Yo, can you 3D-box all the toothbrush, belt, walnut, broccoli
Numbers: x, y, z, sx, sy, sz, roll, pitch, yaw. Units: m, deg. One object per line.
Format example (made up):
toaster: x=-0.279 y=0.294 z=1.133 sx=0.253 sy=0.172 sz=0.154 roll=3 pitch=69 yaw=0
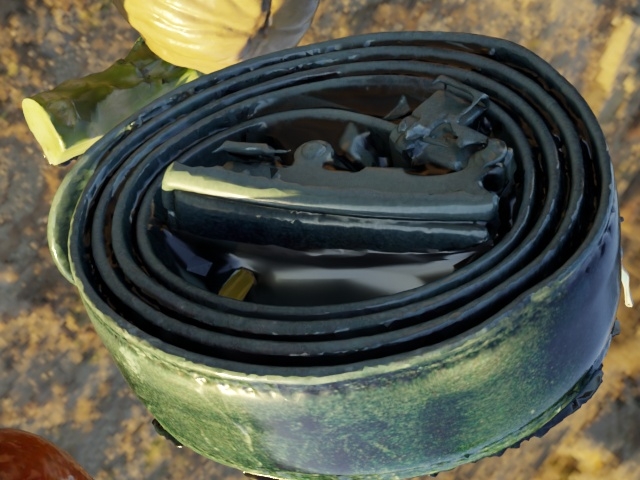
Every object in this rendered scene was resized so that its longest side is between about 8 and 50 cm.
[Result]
toothbrush: x=0.480 y=0.062 z=1.741 sx=0.017 sy=0.014 sz=0.162 roll=-63 pitch=147 yaw=-29
belt: x=0.000 y=0.000 z=0.497 sx=0.116 sy=0.268 sz=0.206 roll=70 pitch=20 yaw=-47
walnut: x=-0.113 y=-0.288 z=1.107 sx=0.225 sy=0.261 sz=0.225 roll=-25 pitch=150 yaw=-15
broccoli: x=-0.209 y=-0.221 z=1.363 sx=0.361 sy=0.221 sz=0.252 roll=-10 pitch=107 yaw=-46

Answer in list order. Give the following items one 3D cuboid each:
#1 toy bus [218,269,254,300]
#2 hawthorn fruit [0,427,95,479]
toy bus: x=-0.031 y=0.050 z=0.883 sx=0.175 sy=0.138 sz=0.288 roll=-47 pitch=-163 yaw=-4
hawthorn fruit: x=-0.278 y=0.303 z=0.928 sx=0.242 sy=0.271 sz=0.242 roll=-20 pitch=136 yaw=-20
